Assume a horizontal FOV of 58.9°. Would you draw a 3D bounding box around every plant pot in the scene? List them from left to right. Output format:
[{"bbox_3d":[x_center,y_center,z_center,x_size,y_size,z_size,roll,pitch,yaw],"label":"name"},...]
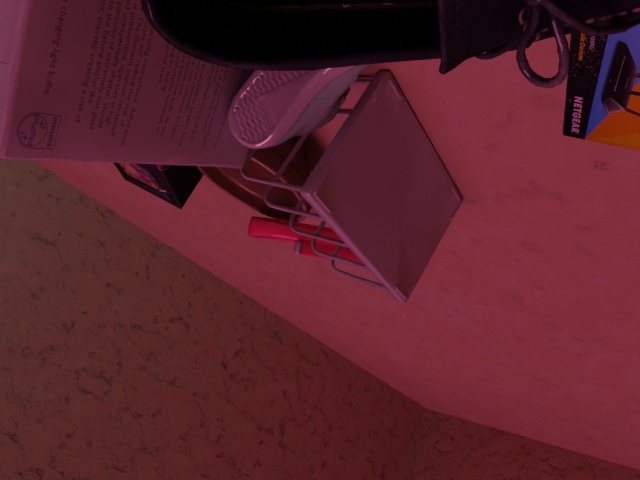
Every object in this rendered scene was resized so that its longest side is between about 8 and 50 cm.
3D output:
[{"bbox_3d":[-0.103,-0.141,1.000,0.237,0.110,0.237,27,163,9],"label":"plant pot"}]

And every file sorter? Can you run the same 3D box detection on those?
[{"bbox_3d":[0.047,-0.076,0.823,0.173,0.193,0.278,17,159,43],"label":"file sorter"}]

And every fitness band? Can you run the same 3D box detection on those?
[{"bbox_3d":[0.000,0.000,1.130,0.290,0.054,0.209,10,-177,-20],"label":"fitness band"}]

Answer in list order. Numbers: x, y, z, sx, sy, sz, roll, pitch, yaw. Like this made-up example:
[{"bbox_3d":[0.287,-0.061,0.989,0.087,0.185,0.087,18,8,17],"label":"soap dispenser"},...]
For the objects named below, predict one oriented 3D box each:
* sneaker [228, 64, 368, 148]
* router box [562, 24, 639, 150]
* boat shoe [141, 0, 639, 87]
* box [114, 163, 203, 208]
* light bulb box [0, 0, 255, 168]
[{"bbox_3d":[0.016,-0.209,0.626,0.256,0.151,0.094,-40,88,27],"label":"sneaker"},{"bbox_3d":[0.286,-0.148,0.487,0.133,0.046,0.179,19,159,29],"label":"router box"},{"bbox_3d":[0.109,-0.186,0.343,0.499,0.156,0.187,3,146,18],"label":"boat shoe"},{"bbox_3d":[-0.297,-0.201,1.040,0.143,0.165,0.270,27,163,8],"label":"box"},{"bbox_3d":[-0.278,-0.235,0.588,0.357,0.225,0.361,23,-166,17],"label":"light bulb box"}]
